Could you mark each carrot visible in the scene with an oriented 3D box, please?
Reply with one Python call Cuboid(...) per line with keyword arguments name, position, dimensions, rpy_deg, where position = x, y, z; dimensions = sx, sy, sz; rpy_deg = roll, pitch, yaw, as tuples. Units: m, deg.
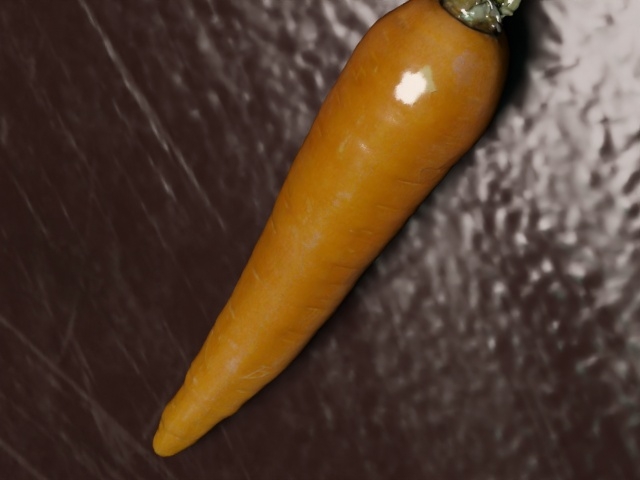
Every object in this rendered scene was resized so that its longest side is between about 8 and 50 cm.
Cuboid(name="carrot", position=(0.000, 0.000, 0.810), dimensions=(0.069, 0.069, 0.336), rpy_deg=(39, 122, 9))
